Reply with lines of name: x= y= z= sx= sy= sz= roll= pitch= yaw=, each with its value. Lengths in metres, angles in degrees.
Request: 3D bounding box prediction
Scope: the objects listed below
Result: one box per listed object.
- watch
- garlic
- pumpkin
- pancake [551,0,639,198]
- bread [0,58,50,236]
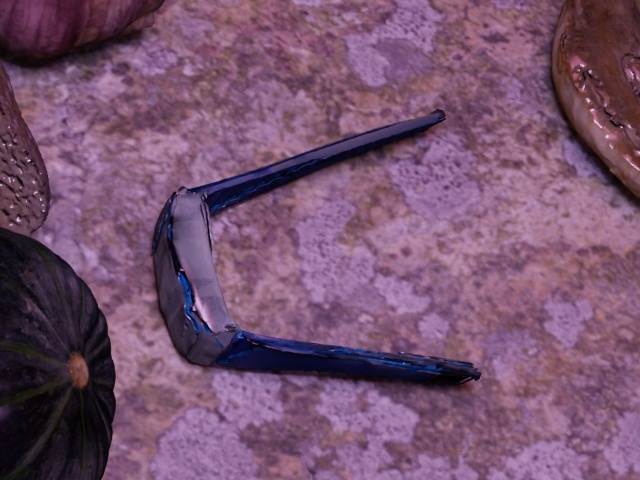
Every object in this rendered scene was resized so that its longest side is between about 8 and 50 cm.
watch: x=-0.007 y=-0.011 z=1.639 sx=0.274 sy=0.068 sz=0.276 roll=4 pitch=58 yaw=-18
garlic: x=-0.234 y=-0.280 z=1.662 sx=0.245 sy=0.160 sz=0.245 roll=12 pitch=47 yaw=-14
pumpkin: x=-0.259 y=0.109 z=1.402 sx=0.250 sy=0.216 sz=0.250 roll=16 pitch=68 yaw=-45
pancake: x=0.402 y=-0.147 z=1.864 sx=0.387 sy=0.082 sz=0.387 roll=7 pitch=57 yaw=-11
bread: x=-0.319 y=-0.151 z=1.520 sx=0.102 sy=0.183 sz=0.337 roll=-26 pitch=113 yaw=1
